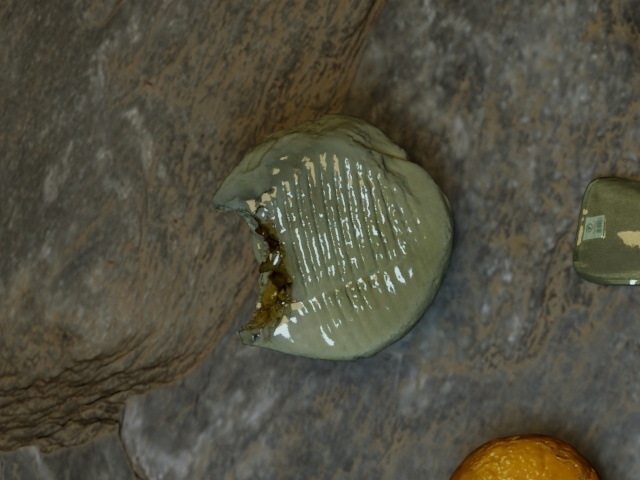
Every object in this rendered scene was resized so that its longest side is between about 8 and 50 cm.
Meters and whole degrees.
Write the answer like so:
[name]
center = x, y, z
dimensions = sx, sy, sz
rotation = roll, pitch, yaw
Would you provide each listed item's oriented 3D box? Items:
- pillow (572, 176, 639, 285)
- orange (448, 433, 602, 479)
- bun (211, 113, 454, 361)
[pillow]
center = 0.385, 0.000, 1.735
dimensions = 0.217, 0.033, 0.130
rotation = 8, 83, 24
[orange]
center = 0.217, 0.300, 1.665
dimensions = 0.193, 0.161, 0.193
rotation = -7, 64, 14
[bun]
center = 0.014, -0.007, 1.801
dimensions = 0.281, 0.205, 0.281
rotation = -1, 99, -8
